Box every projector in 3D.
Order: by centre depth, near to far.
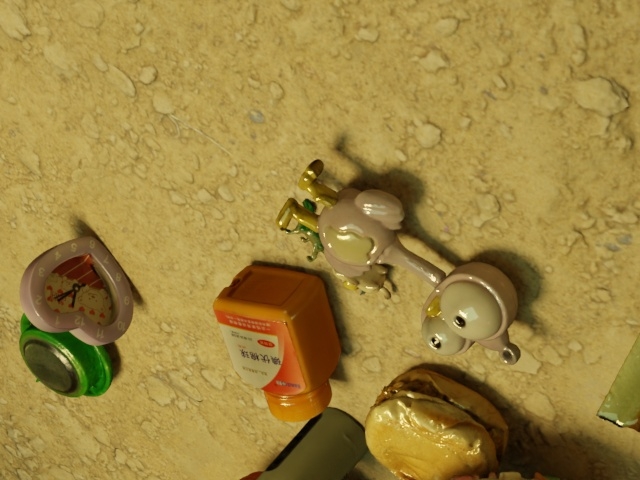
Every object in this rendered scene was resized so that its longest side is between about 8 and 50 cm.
[{"bbox_3d":[-0.056,0.399,1.757,0.108,0.337,0.108,23,135,25],"label":"projector"}]

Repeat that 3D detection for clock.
[{"bbox_3d":[-0.399,0.078,1.878,0.064,0.172,0.198,-18,150,42],"label":"clock"}]

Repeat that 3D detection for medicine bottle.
[{"bbox_3d":[-0.055,0.157,1.715,0.149,0.112,0.222,8,129,33],"label":"medicine bottle"}]

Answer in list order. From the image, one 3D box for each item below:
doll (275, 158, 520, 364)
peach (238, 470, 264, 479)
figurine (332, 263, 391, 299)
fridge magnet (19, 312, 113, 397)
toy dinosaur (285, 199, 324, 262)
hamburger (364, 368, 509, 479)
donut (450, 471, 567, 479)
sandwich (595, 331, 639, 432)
[{"bbox_3d":[0.116,0.037,1.493,0.365,0.094,0.160,39,134,5],"label":"doll"},{"bbox_3d":[-0.056,0.567,1.938,0.372,0.290,0.373,24,140,22],"label":"peach"},{"bbox_3d":[0.057,0.056,1.598,0.083,0.047,0.051,21,146,28],"label":"figurine"},{"bbox_3d":[-0.466,0.206,2.091,0.208,0.088,0.208,21,135,22],"label":"fridge magnet"},{"bbox_3d":[0.000,0.000,1.607,0.060,0.029,0.120,-32,106,31],"label":"toy dinosaur"},{"bbox_3d":[0.164,0.283,1.660,0.213,0.108,0.214,22,136,23],"label":"hamburger"},{"bbox_3d":[0.216,0.438,1.612,0.382,0.142,0.383,-8,149,-5],"label":"donut"},{"bbox_3d":[0.410,0.107,1.317,0.063,0.245,0.212,29,103,20],"label":"sandwich"}]
